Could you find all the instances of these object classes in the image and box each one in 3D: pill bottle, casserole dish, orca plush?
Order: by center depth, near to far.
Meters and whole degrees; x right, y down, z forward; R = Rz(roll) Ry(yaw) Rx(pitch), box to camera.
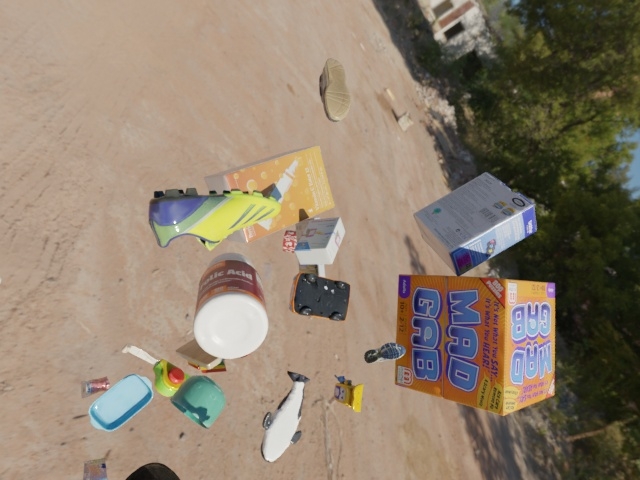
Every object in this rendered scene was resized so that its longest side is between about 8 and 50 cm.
[{"bbox_3d":[-0.603,0.486,1.260,0.188,0.037,0.114,-39,109,-20],"label":"casserole dish"},{"bbox_3d":[-0.302,0.196,1.405,0.224,0.224,0.392,51,3,-23],"label":"pill bottle"},{"bbox_3d":[-0.140,0.595,1.423,0.151,0.102,0.287,20,69,-27],"label":"orca plush"}]

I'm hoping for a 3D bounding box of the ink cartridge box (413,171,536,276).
[{"bbox_3d":[0.595,-0.083,1.546,0.151,0.396,0.270,57,3,-41],"label":"ink cartridge box"}]

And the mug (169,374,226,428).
[{"bbox_3d":[-0.324,0.428,1.120,0.129,0.158,0.097,41,57,-5],"label":"mug"}]

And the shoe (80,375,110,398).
[{"bbox_3d":[-0.857,0.558,1.576,0.081,0.178,0.063,-1,72,-38],"label":"shoe"}]

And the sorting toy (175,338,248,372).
[{"bbox_3d":[-0.416,0.452,1.719,0.257,0.256,0.089,-28,111,-42],"label":"sorting toy"}]

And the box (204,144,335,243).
[{"bbox_3d":[-0.156,-0.154,1.332,0.345,0.168,0.214,-26,108,-31],"label":"box"}]

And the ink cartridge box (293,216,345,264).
[{"bbox_3d":[0.000,0.000,1.017,0.122,0.089,0.052,-64,142,-45],"label":"ink cartridge box"}]

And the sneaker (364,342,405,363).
[{"bbox_3d":[0.205,0.349,1.291,0.058,0.135,0.052,22,55,-53],"label":"sneaker"}]

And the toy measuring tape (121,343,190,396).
[{"bbox_3d":[-0.659,0.539,1.673,0.330,0.121,0.121,39,33,-21],"label":"toy measuring tape"}]

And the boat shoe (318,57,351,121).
[{"bbox_3d":[0.044,-0.546,1.545,0.103,0.092,0.285,7,63,-24],"label":"boat shoe"}]

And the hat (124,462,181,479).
[{"bbox_3d":[-0.508,0.806,1.155,0.134,0.332,0.331,47,26,-60],"label":"hat"}]

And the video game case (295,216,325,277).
[{"bbox_3d":[-0.036,0.029,1.343,0.023,0.212,0.193,-5,90,-20],"label":"video game case"}]

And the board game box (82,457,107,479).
[{"bbox_3d":[-0.359,0.467,0.651,0.035,0.136,0.201,3,75,-28],"label":"board game box"}]

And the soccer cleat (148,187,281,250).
[{"bbox_3d":[-0.200,-0.043,0.828,0.289,0.094,0.121,-7,96,-46],"label":"soccer cleat"}]

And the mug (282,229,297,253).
[{"bbox_3d":[-0.065,0.009,1.745,0.150,0.170,0.113,-71,168,-76],"label":"mug"}]

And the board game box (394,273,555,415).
[{"bbox_3d":[0.491,0.296,1.320,0.356,0.357,0.356,7,83,-42],"label":"board game box"}]

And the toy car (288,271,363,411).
[{"bbox_3d":[-0.003,0.085,0.347,0.060,0.041,0.121,-5,89,-37],"label":"toy car"}]
